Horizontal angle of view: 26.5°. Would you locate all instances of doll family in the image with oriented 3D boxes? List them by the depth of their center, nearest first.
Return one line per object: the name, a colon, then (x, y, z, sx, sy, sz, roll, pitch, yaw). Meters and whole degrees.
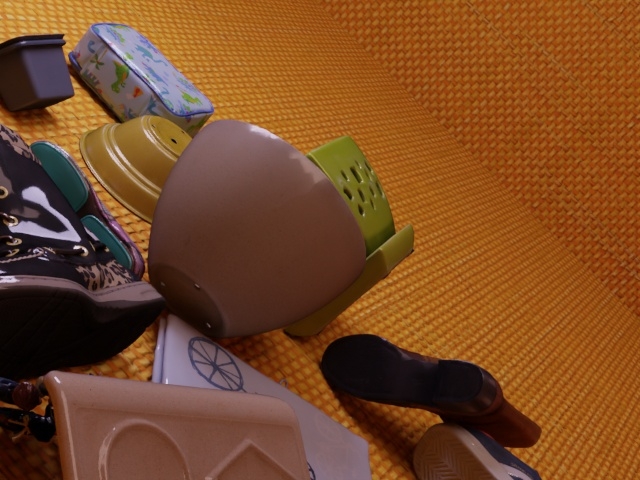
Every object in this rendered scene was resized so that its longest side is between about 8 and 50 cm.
doll family: (-0.260, 0.161, 1.300, 0.193, 0.076, 0.111, 7, 5, -42)

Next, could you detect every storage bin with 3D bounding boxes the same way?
storage bin: (-0.410, -0.231, 1.903, 0.091, 0.098, 0.135, 71, 20, -2)

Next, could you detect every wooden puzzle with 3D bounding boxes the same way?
wooden puzzle: (-0.116, 0.298, 1.268, 0.322, 0.080, 0.348, 14, 51, -49)

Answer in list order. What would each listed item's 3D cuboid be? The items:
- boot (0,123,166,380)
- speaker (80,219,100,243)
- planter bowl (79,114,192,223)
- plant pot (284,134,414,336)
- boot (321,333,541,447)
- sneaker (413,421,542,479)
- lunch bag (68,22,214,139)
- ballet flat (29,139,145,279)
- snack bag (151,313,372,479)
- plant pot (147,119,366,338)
boot: (-0.345, 0.000, 1.450, 0.284, 0.138, 0.377, 49, 17, 16)
speaker: (-0.334, -0.029, 1.659, 0.136, 0.055, 0.055, 46, 20, 11)
planter bowl: (-0.236, -0.117, 1.978, 0.217, 0.090, 0.217, 37, 20, -16)
plant pot: (0.000, 0.000, 1.999, 0.207, 0.228, 0.227, 49, 20, 3)
boot: (0.164, 0.223, 1.976, 0.280, 0.264, 0.096, 42, 53, -58)
sneaker: (0.277, 0.385, 1.843, 0.148, 0.131, 0.350, 11, 36, -48)
lunch bag: (-0.282, -0.247, 2.162, 0.219, 0.090, 0.176, 45, 21, 8)
ballet flat: (-0.299, -0.029, 1.720, 0.221, 0.077, 0.079, 51, 2, 9)
snack bag: (-0.061, 0.259, 1.607, 0.342, 0.037, 0.323, 34, 22, -20)
plant pot: (-0.112, 0.014, 1.740, 0.284, 0.284, 0.191, 43, 61, 1)
